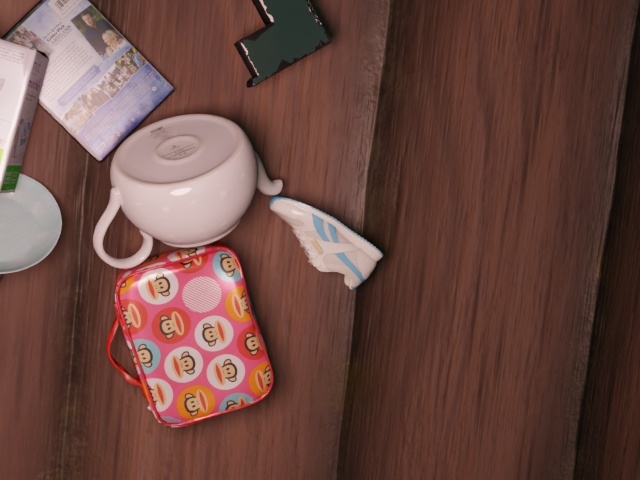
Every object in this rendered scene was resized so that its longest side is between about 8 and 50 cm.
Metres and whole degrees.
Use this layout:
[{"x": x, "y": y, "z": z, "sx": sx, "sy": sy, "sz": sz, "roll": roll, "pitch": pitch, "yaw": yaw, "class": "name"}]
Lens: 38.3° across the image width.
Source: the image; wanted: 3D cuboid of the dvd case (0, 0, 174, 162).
[{"x": -0.395, "y": -0.279, "z": 1.529, "sx": 0.180, "sy": 0.022, "sz": 0.253, "roll": -45, "pitch": 105, "yaw": -4, "class": "dvd case"}]

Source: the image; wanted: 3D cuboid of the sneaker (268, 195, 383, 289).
[{"x": 0.000, "y": 0.000, "z": 1.634, "sx": 0.228, "sy": 0.087, "sz": 0.092, "roll": 34, "pitch": 90, "yaw": -14, "class": "sneaker"}]

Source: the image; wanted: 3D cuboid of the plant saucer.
[{"x": -0.519, "y": -0.024, "z": 1.488, "sx": 0.194, "sy": 0.037, "sz": 0.195, "roll": 9, "pitch": 57, "yaw": -14, "class": "plant saucer"}]

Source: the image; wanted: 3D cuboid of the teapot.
[{"x": -0.217, "y": -0.073, "z": 1.511, "sx": 0.255, "sy": 0.253, "sz": 0.187, "roll": 2, "pitch": 130, "yaw": 12, "class": "teapot"}]

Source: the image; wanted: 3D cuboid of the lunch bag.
[{"x": -0.234, "y": 0.165, "z": 1.575, "sx": 0.258, "sy": 0.120, "sz": 0.293, "roll": -16, "pitch": 101, "yaw": -12, "class": "lunch bag"}]

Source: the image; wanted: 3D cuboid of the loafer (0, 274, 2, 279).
[{"x": -0.657, "y": 0.014, "z": 1.459, "sx": 0.302, "sy": 0.095, "sz": 0.109, "roll": 18, "pitch": 92, "yaw": -16, "class": "loafer"}]

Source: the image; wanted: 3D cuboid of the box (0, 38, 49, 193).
[{"x": -0.583, "y": -0.216, "z": 1.418, "sx": 0.261, "sy": 0.127, "sz": 0.231, "roll": 14, "pitch": 92, "yaw": -8, "class": "box"}]

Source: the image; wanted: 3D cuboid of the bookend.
[{"x": -0.090, "y": -0.366, "z": 1.571, "sx": 0.157, "sy": 0.072, "sz": 0.156, "roll": -32, "pitch": 103, "yaw": -8, "class": "bookend"}]
